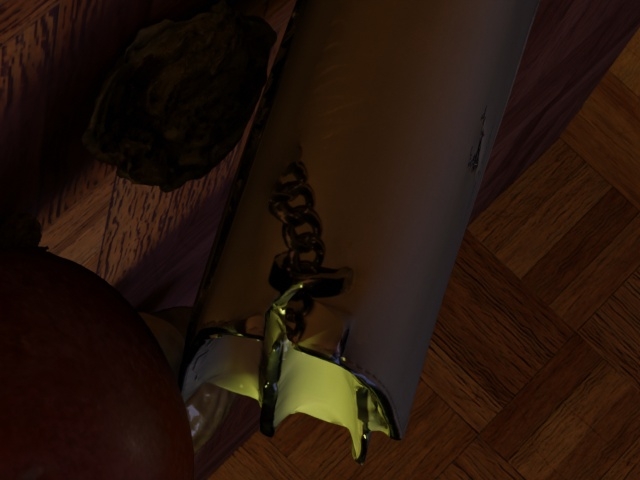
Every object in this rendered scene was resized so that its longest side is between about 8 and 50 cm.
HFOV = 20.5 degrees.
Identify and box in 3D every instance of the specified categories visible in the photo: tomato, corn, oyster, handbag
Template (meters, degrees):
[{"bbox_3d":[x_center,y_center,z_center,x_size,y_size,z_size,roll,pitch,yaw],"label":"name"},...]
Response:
[{"bbox_3d":[-0.201,0.143,1.066,0.265,0.265,0.265,-45,172,-8],"label":"tomato"},{"bbox_3d":[-0.205,0.008,1.159,0.028,0.027,0.083,-16,156,-42],"label":"corn"},{"bbox_3d":[-0.089,-0.097,1.141,0.177,0.064,0.125,-5,124,-63],"label":"oyster"},{"bbox_3d":[0.030,-0.058,1.139,0.236,0.160,0.358,96,11,-70],"label":"handbag"}]

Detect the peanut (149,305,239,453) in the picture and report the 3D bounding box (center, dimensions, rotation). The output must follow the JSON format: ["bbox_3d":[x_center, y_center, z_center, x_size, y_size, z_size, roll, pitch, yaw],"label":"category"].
[{"bbox_3d":[-0.204,0.190,1.718,0.313,0.149,0.149,-39,172,-2],"label":"peanut"}]

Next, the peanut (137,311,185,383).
[{"bbox_3d":[-0.193,0.130,1.566,0.159,0.109,0.140,-28,154,-30],"label":"peanut"}]
